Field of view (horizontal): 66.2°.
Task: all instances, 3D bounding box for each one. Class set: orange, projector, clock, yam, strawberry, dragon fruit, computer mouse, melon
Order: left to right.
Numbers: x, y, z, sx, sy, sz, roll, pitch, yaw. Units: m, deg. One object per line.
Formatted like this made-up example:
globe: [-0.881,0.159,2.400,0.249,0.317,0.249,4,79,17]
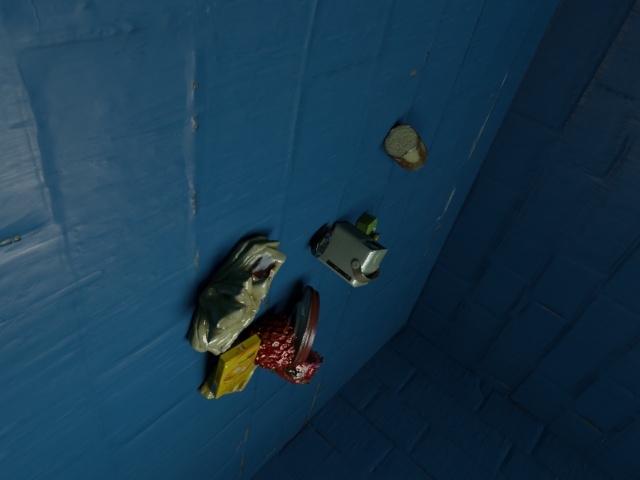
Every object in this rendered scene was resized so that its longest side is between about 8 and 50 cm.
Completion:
orange: [-0.317,0.371,1.713,0.083,0.083,0.083,-42,154,-26]
strawberry: [-0.211,0.390,1.858,0.178,0.234,0.234,0,128,-28]
dragon fruit: [-0.099,0.528,2.183,0.282,0.211,0.147,17,100,-44]
clock: [-0.082,0.333,1.943,0.318,0.080,0.319,-166,-90,-78]
computer mouse: [0.000,0.000,1.843,0.135,0.047,0.079,-54,152,-23]
projector: [0.134,0.059,1.933,0.163,0.242,0.177,-4,128,-58]
melon: [0.156,-0.016,2.101,0.209,0.064,0.118,-44,156,-17]
yam: [0.338,-0.352,1.906,0.238,0.129,0.128,19,70,-67]

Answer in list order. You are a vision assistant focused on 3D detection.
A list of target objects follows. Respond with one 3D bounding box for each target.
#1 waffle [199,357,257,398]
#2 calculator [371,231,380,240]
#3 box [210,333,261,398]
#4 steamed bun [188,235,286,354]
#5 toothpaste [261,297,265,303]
waffle: [-0.339,0.516,1.898,0.168,0.057,0.274,-56,157,4]
calculator: [0.201,0.026,2.190,0.157,0.033,0.236,-49,-179,-10]
box: [-0.296,0.442,1.711,0.152,0.043,0.269,-29,154,-37]
steamed bun: [-0.255,0.185,1.454,0.428,0.189,0.247,-55,150,5]
toothpaste: [-0.202,0.143,1.667,0.047,0.040,0.196,-30,147,-48]
